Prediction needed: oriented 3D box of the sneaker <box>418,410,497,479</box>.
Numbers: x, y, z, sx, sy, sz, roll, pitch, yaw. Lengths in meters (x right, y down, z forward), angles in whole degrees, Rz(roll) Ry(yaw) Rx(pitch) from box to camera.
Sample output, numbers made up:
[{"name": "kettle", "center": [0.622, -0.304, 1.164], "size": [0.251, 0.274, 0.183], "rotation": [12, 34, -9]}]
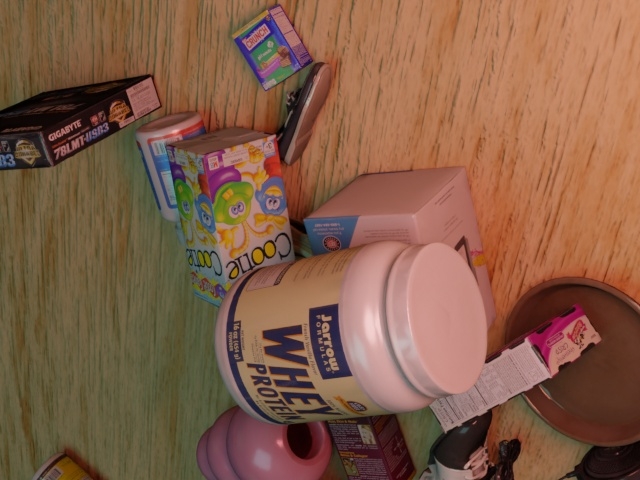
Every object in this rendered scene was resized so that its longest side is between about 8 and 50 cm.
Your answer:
[{"name": "sneaker", "center": [0.258, 0.414, 1.686], "size": [0.146, 0.122, 0.331], "rotation": [45, 142, 29]}]

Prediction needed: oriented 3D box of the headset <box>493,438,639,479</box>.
[{"name": "headset", "center": [0.479, 0.405, 1.570], "size": [0.394, 0.185, 0.244], "rotation": [5, 113, 14]}]

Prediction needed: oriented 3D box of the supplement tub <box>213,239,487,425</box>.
[{"name": "supplement tub", "center": [0.041, 0.128, 1.350], "size": [0.324, 0.235, 0.236], "rotation": [-13, 107, 37]}]

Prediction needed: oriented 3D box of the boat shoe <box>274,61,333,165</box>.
[{"name": "boat shoe", "center": [-0.039, -0.212, 1.583], "size": [0.065, 0.075, 0.206], "rotation": [35, 134, 12]}]

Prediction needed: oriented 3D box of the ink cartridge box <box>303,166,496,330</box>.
[{"name": "ink cartridge box", "center": [0.132, 0.048, 1.532], "size": [0.198, 0.197, 0.270], "rotation": [-1, 114, 33]}]

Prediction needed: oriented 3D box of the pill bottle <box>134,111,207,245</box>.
[{"name": "pill bottle", "center": [-0.242, -0.108, 1.740], "size": [0.124, 0.124, 0.222], "rotation": [-1, 114, 33]}]

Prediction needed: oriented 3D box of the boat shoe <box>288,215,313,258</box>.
[{"name": "boat shoe", "center": [0.000, 0.000, 1.683], "size": [0.190, 0.068, 0.072], "rotation": [16, 111, 26]}]

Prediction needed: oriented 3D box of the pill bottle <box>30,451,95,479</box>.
[{"name": "pill bottle", "center": [-0.596, 0.626, 2.380], "size": [0.215, 0.117, 0.117], "rotation": [39, 130, 10]}]

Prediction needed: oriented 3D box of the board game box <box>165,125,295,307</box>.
[{"name": "board game box", "center": [-0.147, -0.038, 1.654], "size": [0.142, 0.144, 0.275], "rotation": [19, 123, 53]}]

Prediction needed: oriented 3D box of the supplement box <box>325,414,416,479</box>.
[{"name": "supplement box", "center": [0.092, 0.377, 1.815], "size": [0.104, 0.081, 0.188], "rotation": [-7, 111, 36]}]

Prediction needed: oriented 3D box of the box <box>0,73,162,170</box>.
[{"name": "box", "center": [-0.484, -0.206, 1.734], "size": [0.295, 0.293, 0.073], "rotation": [-1, 114, 34]}]

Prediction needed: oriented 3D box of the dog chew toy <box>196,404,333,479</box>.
[{"name": "dog chew toy", "center": [-0.127, 0.406, 1.908], "size": [0.331, 0.206, 0.207], "rotation": [-26, 99, 48]}]

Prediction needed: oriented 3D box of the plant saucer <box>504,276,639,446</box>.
[{"name": "plant saucer", "center": [0.413, 0.183, 1.498], "size": [0.277, 0.041, 0.278], "rotation": [18, 119, 36]}]

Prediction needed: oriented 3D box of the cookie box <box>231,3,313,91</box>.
[{"name": "cookie box", "center": [-0.078, -0.311, 1.575], "size": [0.091, 0.040, 0.107], "rotation": [-26, 98, 40]}]

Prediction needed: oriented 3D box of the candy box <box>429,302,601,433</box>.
[{"name": "candy box", "center": [0.288, 0.195, 1.475], "size": [0.233, 0.159, 0.071], "rotation": [-39, 78, 44]}]
